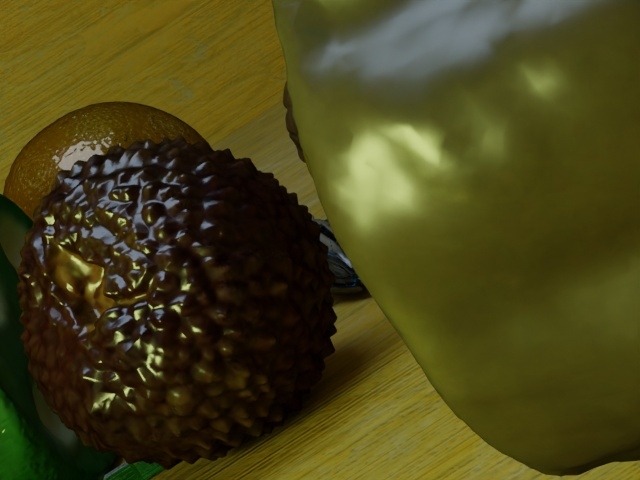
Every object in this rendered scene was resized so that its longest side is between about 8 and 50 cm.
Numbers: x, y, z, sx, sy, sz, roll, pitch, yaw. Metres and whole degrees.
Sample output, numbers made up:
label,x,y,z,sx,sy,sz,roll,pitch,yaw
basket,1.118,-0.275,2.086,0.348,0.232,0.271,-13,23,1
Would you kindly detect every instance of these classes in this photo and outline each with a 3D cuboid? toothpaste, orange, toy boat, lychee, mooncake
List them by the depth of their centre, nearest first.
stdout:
label,x,y,z,sx,sy,sz,roll,pitch,yaw
mooncake,0.159,-0.084,0.821,0.201,0.378,0.378,-22,14,33
lychee,-0.101,0.047,1.349,0.267,0.267,0.267,-31,11,6
toothpaste,-0.138,0.179,1.420,0.083,0.020,0.017,-33,8,-1
toy boat,0.004,0.018,1.628,0.066,0.084,0.210,-39,21,-9
orange,-0.233,-0.030,2.002,0.274,0.274,0.274,-31,11,6

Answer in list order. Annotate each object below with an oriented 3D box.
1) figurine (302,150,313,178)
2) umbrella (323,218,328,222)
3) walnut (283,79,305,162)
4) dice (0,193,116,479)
label,x,y,z,sx,sy,sz,roll,pitch,yaw
figurine,0.114,-0.111,1.611,0.215,0.187,0.344,-27,14,-20
umbrella,0.000,0.000,1.790,0.050,0.046,0.188,-17,0,-26
walnut,0.065,-0.155,1.922,0.213,0.213,0.213,-31,11,6
dice,-0.360,0.137,1.520,0.287,0.297,0.300,-26,11,14
